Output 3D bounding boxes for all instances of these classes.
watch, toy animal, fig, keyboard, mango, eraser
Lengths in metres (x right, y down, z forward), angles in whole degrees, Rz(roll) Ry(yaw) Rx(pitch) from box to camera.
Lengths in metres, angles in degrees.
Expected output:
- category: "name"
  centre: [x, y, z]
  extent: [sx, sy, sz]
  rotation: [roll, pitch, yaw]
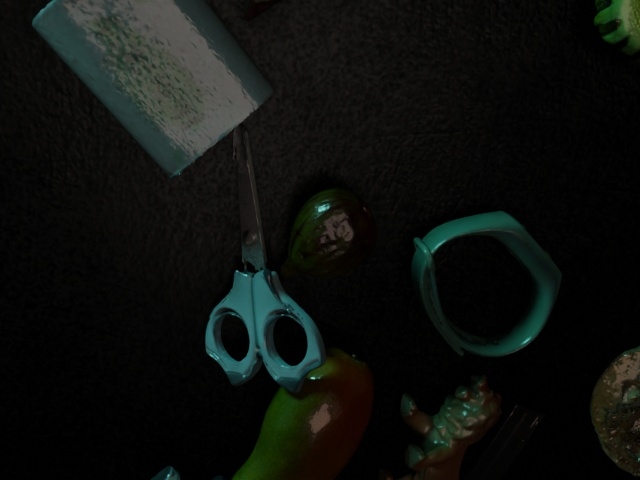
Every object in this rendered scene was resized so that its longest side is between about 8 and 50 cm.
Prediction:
- category: "watch"
  centre: [0.233, 0.061, 0.863]
  extent: [0.195, 0.068, 0.237]
  rotation: [-42, 113, 9]
- category: "toy animal"
  centre: [0.187, 0.344, 0.936]
  extent: [0.158, 0.097, 0.312]
  rotation: [6, 109, -17]
- category: "fig"
  centre: [0.000, 0.000, 0.791]
  extent: [0.155, 0.103, 0.109]
  rotation: [-31, 87, 21]
- category: "keyboard"
  centre: [0.294, 0.359, 0.998]
  extent: [0.067, 0.011, 0.202]
  rotation: [24, 103, -17]
- category: "mango"
  centre: [-0.021, 0.286, 0.866]
  extent: [0.146, 0.129, 0.289]
  rotation: [10, 116, -37]
- category: "eraser"
  centre: [-0.188, -0.210, 0.699]
  extent: [0.174, 0.081, 0.227]
  rotation: [-38, 110, 6]

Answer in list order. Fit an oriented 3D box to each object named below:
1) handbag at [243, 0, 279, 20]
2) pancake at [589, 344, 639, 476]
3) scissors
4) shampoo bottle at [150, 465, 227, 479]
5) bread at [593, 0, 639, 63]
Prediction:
- category: "handbag"
  centre: [-0.009, -0.382, 0.644]
  extent: [0.235, 0.127, 0.212]
  rotation: [-21, 108, -3]
- category: "pancake"
  centre: [0.575, 0.264, 0.987]
  extent: [0.283, 0.049, 0.282]
  rotation: [-3, 108, -8]
- category: "scissors"
  centre: [-0.090, 0.026, 0.790]
  extent: [0.191, 0.029, 0.359]
  rotation: [0, 101, 30]
- category: "shampoo bottle"
  centre: [-0.134, 0.455, 0.933]
  extent: [0.098, 0.071, 0.309]
  rotation: [-41, 109, 7]
- category: "bread"
  centre: [0.416, -0.297, 0.764]
  extent: [0.139, 0.071, 0.130]
  rotation: [34, 97, -15]
